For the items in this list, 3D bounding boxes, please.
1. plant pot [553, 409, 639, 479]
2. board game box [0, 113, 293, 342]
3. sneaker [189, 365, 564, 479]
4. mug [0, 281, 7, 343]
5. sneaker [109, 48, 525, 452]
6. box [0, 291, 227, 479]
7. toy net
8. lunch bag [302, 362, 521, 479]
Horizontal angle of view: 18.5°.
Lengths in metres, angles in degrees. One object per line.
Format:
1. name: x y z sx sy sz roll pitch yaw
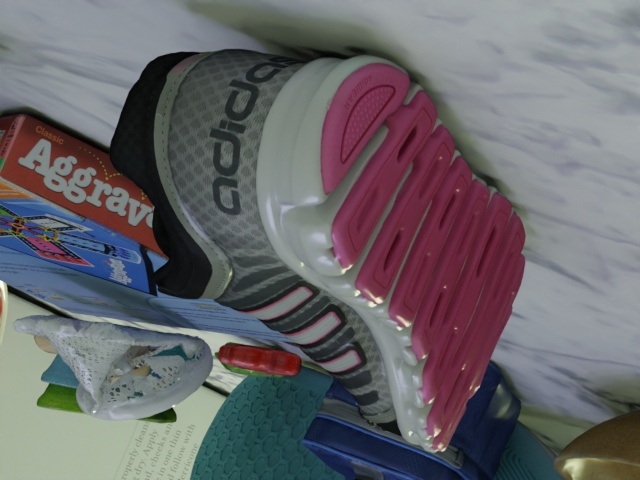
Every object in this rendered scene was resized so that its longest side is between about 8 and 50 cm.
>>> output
1. plant pot: 0.198 0.108 0.697 0.236 0.032 0.236 21 170 4
2. board game box: -0.106 -0.003 0.779 0.145 0.027 0.281 26 169 -26
3. sneaker: 0.091 0.157 0.927 0.208 0.127 0.319 31 176 -30
4. mug: -0.271 0.028 1.059 0.169 0.113 0.150 16 170 16
5. sneaker: 0.000 0.000 0.486 0.075 0.063 0.170 17 164 24
6. box: -0.197 0.140 1.297 0.345 0.168 0.215 30 168 -33
7. toy net: -0.071 0.062 0.863 0.122 0.045 0.232 9 176 -1
8. lunch bag: 0.035 0.076 0.779 0.067 0.065 0.098 18 169 20
